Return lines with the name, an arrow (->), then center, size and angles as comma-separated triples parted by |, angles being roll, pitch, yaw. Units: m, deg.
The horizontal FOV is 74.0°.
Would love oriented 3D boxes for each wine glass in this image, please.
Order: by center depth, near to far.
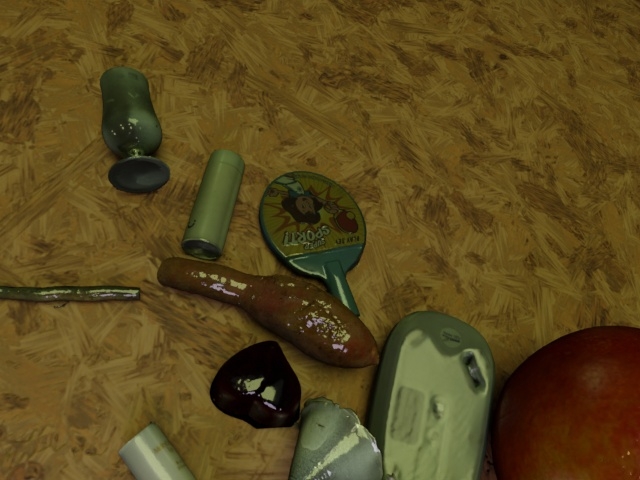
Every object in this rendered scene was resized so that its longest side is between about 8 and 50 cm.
wine glass -> -0.044, 0.321, 0.530 | 0.232, 0.156, 0.156 | -23, 71, -45
wine glass -> -0.344, -0.207, 0.777 | 0.103, 0.103, 0.231 | -8, 62, -22

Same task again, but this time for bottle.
bottle -> -0.191, -0.069, 0.771 | 0.072, 0.072, 0.201 | 14, 59, -11

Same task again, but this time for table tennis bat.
table tennis bat -> 0.000, 0.000, 0.821 | 0.215, 0.044, 0.329 | -8, 64, -24

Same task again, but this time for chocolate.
chocolate -> -0.082, 0.215, 0.649 | 0.149, 0.080, 0.125 | 27, 58, -2

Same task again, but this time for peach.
peach -> 0.454, 0.304, 0.628 | 0.388, 0.388, 0.388 | 8, 60, -15

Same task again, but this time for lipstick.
lipstick -> -0.164, 0.361, 0.553 | 0.059, 0.059, 0.264 | -36, 77, -31

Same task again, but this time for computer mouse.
computer mouse -> 0.178, 0.276, 0.698 | 0.197, 0.095, 0.330 | 19, 66, 5

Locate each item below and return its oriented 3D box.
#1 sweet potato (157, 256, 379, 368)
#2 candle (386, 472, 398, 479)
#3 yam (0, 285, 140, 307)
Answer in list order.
sweet potato -> -0.074, 0.105, 0.702 | 0.385, 0.109, 0.109 | 25, 57, 4
candle -> 0.112, 0.421, 0.480 | 0.187, 0.187, 0.330 | 3, 90, -17
yam -> -0.400, 0.082, 0.646 | 0.234, 0.029, 0.027 | 2, 35, -16
